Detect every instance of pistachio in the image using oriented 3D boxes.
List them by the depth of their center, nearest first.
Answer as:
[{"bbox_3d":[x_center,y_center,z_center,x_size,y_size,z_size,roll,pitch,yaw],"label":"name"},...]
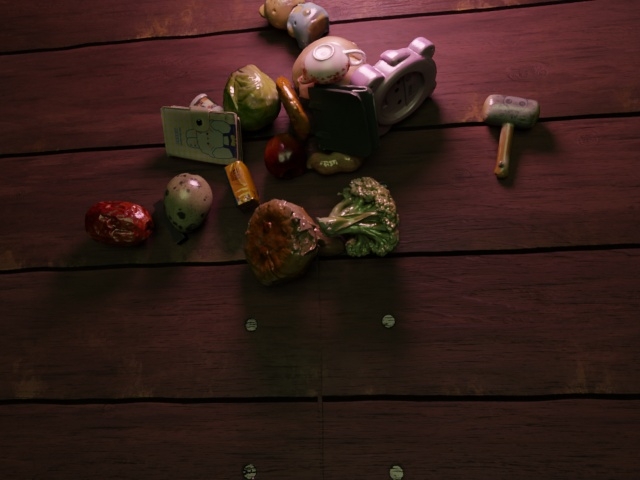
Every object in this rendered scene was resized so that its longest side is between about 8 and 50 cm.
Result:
[{"bbox_3d":[0.000,0.000,1.702,0.186,0.126,0.108,25,124,8],"label":"pistachio"}]

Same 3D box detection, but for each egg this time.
[{"bbox_3d":[-0.498,-0.140,1.750,0.177,0.177,0.227,8,94,8],"label":"egg"}]

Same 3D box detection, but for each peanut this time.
[{"bbox_3d":[0.057,-0.301,1.768,0.228,0.085,0.104,-10,57,6],"label":"peanut"}]

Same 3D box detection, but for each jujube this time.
[{"bbox_3d":[-0.766,-0.064,1.766,0.251,0.174,0.174,9,79,11],"label":"jujube"}]

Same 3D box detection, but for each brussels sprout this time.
[{"bbox_3d":[-0.270,-0.545,1.802,0.244,0.244,0.243,-1,78,6],"label":"brussels sprout"}]

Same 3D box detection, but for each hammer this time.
[{"bbox_3d":[0.683,-0.379,1.715,0.202,0.113,0.305,10,87,12],"label":"hammer"}]

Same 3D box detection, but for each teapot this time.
[{"bbox_3d":[0.034,-0.613,1.606,0.246,0.116,0.159,-5,50,7],"label":"teapot"}]

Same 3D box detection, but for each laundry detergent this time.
[{"bbox_3d":[-0.421,-0.491,1.871,0.226,0.070,0.099,41,76,12],"label":"laundry detergent"}]

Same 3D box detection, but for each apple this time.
[{"bbox_3d":[-0.136,-0.324,1.767,0.156,0.147,0.158,-25,74,22],"label":"apple"}]

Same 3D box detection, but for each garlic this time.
[{"bbox_3d":[0.045,-0.635,1.779,0.314,0.249,0.285,4,79,-2],"label":"garlic"}]

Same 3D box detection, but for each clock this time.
[{"bbox_3d":[0.276,-0.558,1.693,0.322,0.295,0.113,-37,60,-4],"label":"clock"}]

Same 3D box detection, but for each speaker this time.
[{"bbox_3d":[-0.584,-0.071,1.811,0.046,0.040,0.191,-35,77,0],"label":"speaker"}]

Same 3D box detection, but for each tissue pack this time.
[{"bbox_3d":[-0.294,-0.201,1.767,0.082,0.120,0.169,-22,75,3],"label":"tissue pack"}]

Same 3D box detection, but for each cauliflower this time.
[{"bbox_3d":[0.135,-0.066,1.637,0.281,0.260,0.327,-28,42,-3],"label":"cauliflower"}]

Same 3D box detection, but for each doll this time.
[{"bbox_3d":[-0.107,-0.914,1.883,0.261,0.161,0.177,40,86,10],"label":"doll"}]

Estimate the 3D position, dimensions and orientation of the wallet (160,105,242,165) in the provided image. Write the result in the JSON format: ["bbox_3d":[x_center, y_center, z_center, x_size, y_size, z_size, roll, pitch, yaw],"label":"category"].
[{"bbox_3d":[-0.454,-0.404,1.799,0.310,0.077,0.223,10,116,12],"label":"wallet"}]

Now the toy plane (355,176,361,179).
[{"bbox_3d":[0.169,-0.205,1.761,0.121,0.031,0.049,24,87,13],"label":"toy plane"}]

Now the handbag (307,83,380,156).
[{"bbox_3d":[0.077,-0.427,1.647,0.260,0.247,0.079,19,50,37],"label":"handbag"}]

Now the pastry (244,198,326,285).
[{"bbox_3d":[-0.145,0.002,1.649,0.330,0.137,0.329,-7,79,44],"label":"pastry"}]

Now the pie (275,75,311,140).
[{"bbox_3d":[-0.098,-0.490,1.733,0.069,0.273,0.273,-22,76,3],"label":"pie"}]
